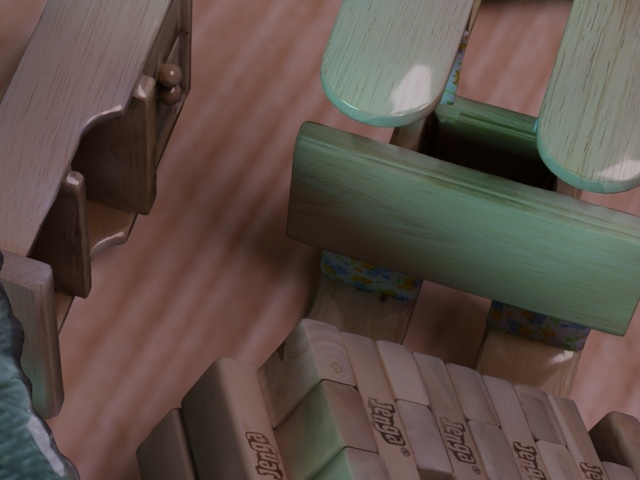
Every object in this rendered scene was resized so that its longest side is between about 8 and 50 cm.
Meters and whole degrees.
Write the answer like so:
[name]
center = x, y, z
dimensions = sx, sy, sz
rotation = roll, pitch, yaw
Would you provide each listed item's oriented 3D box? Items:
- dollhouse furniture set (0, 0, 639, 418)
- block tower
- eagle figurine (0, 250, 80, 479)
[dollhouse furniture set]
center = 0.000, 0.000, 0.739
dimensions = 0.242, 0.212, 0.161
rotation = 16, 60, 5
[block tower]
center = 0.099, 0.126, 0.767
dimensions = 0.335, 0.091, 0.097
rotation = 17, 39, -34
[eagle figurine]
center = -0.178, 0.102, 0.583
dimensions = 0.226, 0.225, 0.298
rotation = -79, 145, -72
